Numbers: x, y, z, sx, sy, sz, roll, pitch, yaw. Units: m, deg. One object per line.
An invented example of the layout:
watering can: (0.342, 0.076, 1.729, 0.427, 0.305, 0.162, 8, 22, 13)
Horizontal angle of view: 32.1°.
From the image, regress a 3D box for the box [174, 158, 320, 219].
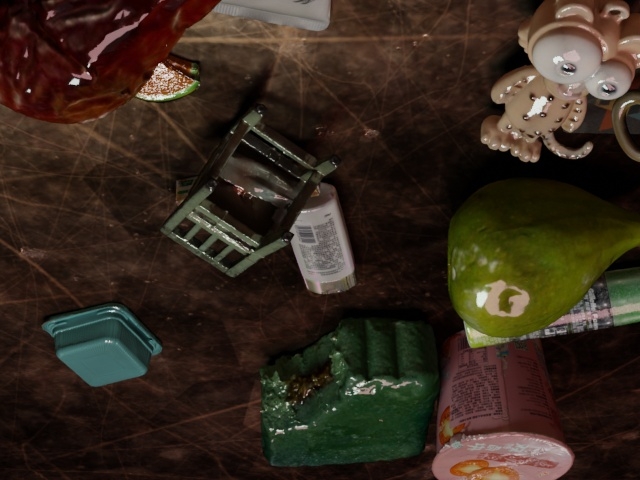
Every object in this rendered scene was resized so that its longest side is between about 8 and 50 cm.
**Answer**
box: (-0.103, -0.074, 1.578, 0.207, 0.041, 0.050, -10, 147, 12)

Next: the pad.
pad: (0.440, -0.186, 1.475, 0.211, 0.003, 0.143, 1, 145, -3)

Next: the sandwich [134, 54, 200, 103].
sandwich: (-0.200, -0.205, 1.402, 0.101, 0.026, 0.069, -18, 138, 17)

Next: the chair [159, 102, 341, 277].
chair: (-0.099, -0.062, 1.496, 0.136, 0.147, 0.270, 34, 161, -10)

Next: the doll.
doll: (0.296, -0.194, 1.362, 0.154, 0.119, 0.278, 15, 145, -3)

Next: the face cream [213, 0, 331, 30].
face cream: (-0.028, -0.332, 1.193, 0.143, 0.089, 0.314, 6, 155, -11)

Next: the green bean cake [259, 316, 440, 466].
green bean cake: (0.044, 0.260, 1.955, 0.300, 0.169, 0.308, -1, 144, -4)

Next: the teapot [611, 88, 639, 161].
teapot: (0.480, -0.175, 1.362, 0.267, 0.175, 0.185, -15, -172, 38)

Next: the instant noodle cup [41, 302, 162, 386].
instant noodle cup: (-0.373, 0.186, 1.914, 0.157, 0.070, 0.179, -14, 142, 14)

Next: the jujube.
jujube: (-0.214, -0.267, 1.168, 0.342, 0.216, 0.216, -35, 134, 27)

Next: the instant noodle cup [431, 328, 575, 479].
instant noodle cup: (0.305, 0.291, 1.951, 0.243, 0.231, 0.243, -1, 144, -1)

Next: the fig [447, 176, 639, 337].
fig: (0.321, 0.031, 1.593, 0.314, 0.233, 0.233, 8, 144, -22)

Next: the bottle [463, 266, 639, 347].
bottle: (0.400, 0.107, 1.812, 0.330, 0.093, 0.093, -10, 144, 11)

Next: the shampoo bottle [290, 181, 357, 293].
shampoo bottle: (0.000, 0.000, 1.673, 0.086, 0.056, 0.227, -7, 145, 8)
